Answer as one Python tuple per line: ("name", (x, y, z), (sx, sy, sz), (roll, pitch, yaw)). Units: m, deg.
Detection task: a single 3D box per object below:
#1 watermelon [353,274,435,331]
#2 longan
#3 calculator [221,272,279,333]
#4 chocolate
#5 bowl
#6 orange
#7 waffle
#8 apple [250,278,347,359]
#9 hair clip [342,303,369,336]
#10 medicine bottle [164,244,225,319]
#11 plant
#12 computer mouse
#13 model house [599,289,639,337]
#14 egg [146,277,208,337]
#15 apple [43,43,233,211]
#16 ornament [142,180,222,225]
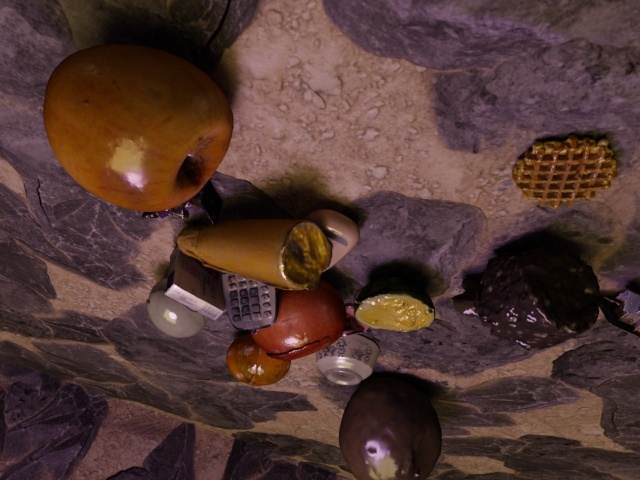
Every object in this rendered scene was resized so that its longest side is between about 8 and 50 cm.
("watermelon", (0.196, 0.163, 1.339), (0.232, 0.127, 0.204), (15, 144, -6))
("longan", (0.265, 0.751, 1.876), (0.404, 0.404, 0.435), (4, 141, 11))
("calculator", (-0.189, 0.116, 1.313), (0.177, 0.268, 0.040), (-10, 170, 29))
("chocolate", (-0.186, 0.021, 1.201), (0.445, 0.162, 0.162), (5, 147, 41))
("bowl", (0.088, 0.428, 1.727), (0.238, 0.126, 0.237), (7, 144, 5))
("orange", (-0.227, 0.440, 1.792), (0.240, 0.171, 0.240), (7, 142, 5))
("waffle", (0.471, -0.129, 0.951), (0.191, 0.038, 0.191), (7, 143, 5))
("apple", (-0.064, 0.213, 1.394), (0.272, 0.252, 0.206), (-17, 92, 34))
("hair clip", (0.092, 0.254, 1.574), (0.123, 0.102, 0.138), (-16, 168, 35))
("medicine bottle", (-0.347, 0.116, 1.381), (0.171, 0.201, 0.052), (35, 110, -26))
("plant", (0.474, 0.147, 1.173), (0.215, 0.213, 0.312), (23, 152, -17))
("computer mouse", (0.000, 0.000, 1.219), (0.145, 0.082, 0.236), (26, 142, -16))
("model house", (0.781, 0.168, 1.212), (0.167, 0.117, 0.088), (24, 126, -13))
("egg", (-0.447, 0.203, 1.532), (0.183, 0.183, 0.217), (4, 151, 11))
("apple", (-0.323, -0.205, 0.878), (0.275, 0.299, 0.299), (33, 146, 13))
("ornament", (-0.347, -0.089, 1.207), (0.203, 0.081, 0.088), (-2, 140, 21))
